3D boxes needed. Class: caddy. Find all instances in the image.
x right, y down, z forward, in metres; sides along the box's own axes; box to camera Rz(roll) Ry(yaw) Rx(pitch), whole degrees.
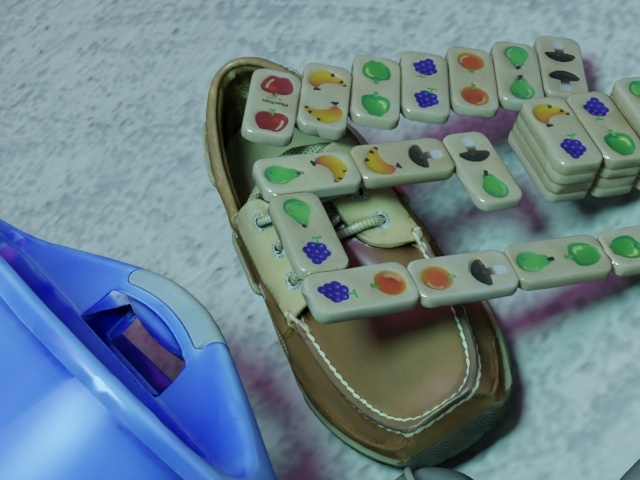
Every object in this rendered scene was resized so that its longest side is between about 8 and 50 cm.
[{"bbox_3d":[-0.128,0.096,0.829,0.179,0.241,0.341,-47,41,-4],"label":"caddy"}]

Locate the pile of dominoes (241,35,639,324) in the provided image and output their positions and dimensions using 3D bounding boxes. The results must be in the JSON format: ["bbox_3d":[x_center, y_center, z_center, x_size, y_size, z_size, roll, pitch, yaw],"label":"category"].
[{"bbox_3d":[0.084,-0.055,0.871,0.251,0.040,0.196,-8,49,-22],"label":"pile of dominoes"}]

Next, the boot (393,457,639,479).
[{"bbox_3d":[0.162,0.111,0.749,0.208,0.076,0.189,-47,57,-3],"label":"boot"}]

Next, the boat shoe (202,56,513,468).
[{"bbox_3d":[0.000,0.000,0.922,0.122,0.120,0.324,-35,41,1],"label":"boat shoe"}]
